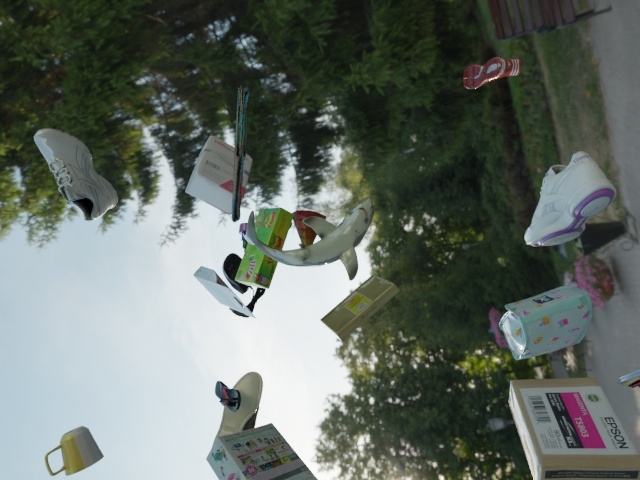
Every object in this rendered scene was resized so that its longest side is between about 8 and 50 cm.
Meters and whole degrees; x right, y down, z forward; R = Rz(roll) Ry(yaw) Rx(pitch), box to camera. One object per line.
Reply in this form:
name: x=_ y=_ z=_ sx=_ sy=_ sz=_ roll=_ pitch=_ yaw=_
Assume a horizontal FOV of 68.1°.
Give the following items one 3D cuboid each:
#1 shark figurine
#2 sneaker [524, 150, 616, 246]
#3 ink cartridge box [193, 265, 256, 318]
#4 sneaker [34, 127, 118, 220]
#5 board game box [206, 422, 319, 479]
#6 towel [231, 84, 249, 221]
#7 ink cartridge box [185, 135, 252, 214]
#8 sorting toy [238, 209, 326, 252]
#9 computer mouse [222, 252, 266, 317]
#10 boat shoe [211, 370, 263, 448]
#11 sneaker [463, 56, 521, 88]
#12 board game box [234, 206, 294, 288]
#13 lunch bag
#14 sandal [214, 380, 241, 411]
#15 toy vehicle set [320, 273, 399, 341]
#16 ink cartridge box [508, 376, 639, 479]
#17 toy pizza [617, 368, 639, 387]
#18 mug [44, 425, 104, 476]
shark figurine: x=-0.021 y=0.020 z=0.959 sx=0.116 sy=0.278 sz=0.166 roll=73 pitch=-172 yaw=-74
sneaker: x=0.589 y=-0.091 z=1.154 sx=0.305 sy=0.114 sz=0.152 roll=103 pitch=159 yaw=-61
ink cartridge box: x=-0.327 y=0.182 z=1.682 sx=0.056 sy=0.224 sz=0.181 roll=-55 pitch=-47 yaw=-26
sneaker: x=-0.711 y=-0.187 z=1.370 sx=0.297 sy=0.111 sz=0.129 roll=60 pitch=-157 yaw=-32
board game box: x=-0.152 y=0.687 z=1.369 sx=0.224 sy=0.098 sz=0.303 roll=9 pitch=-157 yaw=-49
towel: x=-0.255 y=-0.279 z=1.511 sx=0.271 sy=0.040 sz=0.370 roll=104 pitch=164 yaw=-46
ink cartridge box: x=-0.406 y=-0.270 z=1.932 sx=0.207 sy=0.117 sz=0.283 roll=28 pitch=-143 yaw=-22
sorting toy: x=-0.146 y=-0.013 z=1.660 sx=0.127 sy=0.365 sz=0.126 roll=25 pitch=-117 yaw=-53
computer mouse: x=-0.326 y=0.180 z=1.832 sx=0.262 sy=0.060 sz=0.184 roll=54 pitch=-129 yaw=-41
boat shoe: x=-0.273 y=0.611 z=1.619 sx=0.097 sy=0.116 sz=0.324 roll=61 pitch=-135 yaw=-64
sneaker: x=0.598 y=-0.571 z=1.629 sx=0.221 sy=0.128 sz=0.087 roll=-148 pitch=55 yaw=-70
board game box: x=-0.130 y=0.016 z=1.092 sx=0.043 sy=0.092 sz=0.181 roll=27 pitch=-106 yaw=-36
lunch bag: x=0.690 y=0.246 z=1.454 sx=0.262 sy=0.223 sz=0.160 roll=66 pitch=-173 yaw=-58
sandal: x=-0.301 y=0.488 z=1.483 sx=0.040 sy=0.179 sz=0.067 roll=13 pitch=-96 yaw=-37
toy vehicle set: x=0.135 y=0.231 z=1.674 sx=0.035 sy=0.267 sz=0.166 roll=54 pitch=170 yaw=-19
ink cartridge box: x=0.531 y=0.407 z=1.012 sx=0.235 sy=0.193 sz=0.088 roll=-81 pitch=-17 yaw=-61
toy pizza: x=0.645 y=0.224 z=0.860 sx=0.201 sy=0.201 sz=0.032 roll=38 pitch=-155 yaw=-60
mug: x=-0.412 y=0.353 z=0.798 sx=0.078 sy=0.062 sz=0.064 roll=-2 pitch=-110 yaw=-79
